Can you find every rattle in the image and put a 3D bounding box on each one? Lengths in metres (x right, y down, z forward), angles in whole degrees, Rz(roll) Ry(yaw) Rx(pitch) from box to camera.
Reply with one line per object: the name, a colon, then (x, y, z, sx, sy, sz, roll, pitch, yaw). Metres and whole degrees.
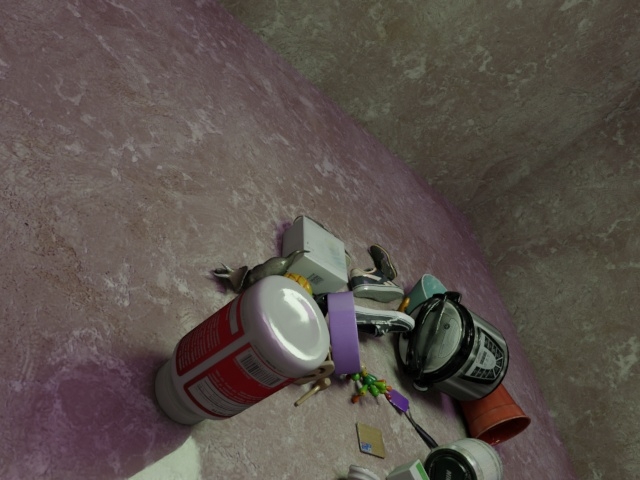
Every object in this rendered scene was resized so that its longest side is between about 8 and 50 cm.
rattle: (0.398, 0.372, 2.327, 0.200, 0.142, 0.130, 53, 8, 11)

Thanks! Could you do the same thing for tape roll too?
tape roll: (0.080, 0.312, 1.772, 0.275, 0.090, 0.275, -5, 90, -87)

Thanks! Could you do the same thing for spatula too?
spatula: (0.361, 0.691, 2.010, 0.296, 0.030, 0.084, 52, 25, -2)

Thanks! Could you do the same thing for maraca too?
maraca: (-0.117, 0.166, 1.803, 0.185, 0.099, 0.127, 8, 44, -20)

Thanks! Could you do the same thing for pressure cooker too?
pressure cooker: (0.525, 0.446, 2.174, 0.420, 0.375, 0.370, 33, 28, -30)

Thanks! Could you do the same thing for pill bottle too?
pill bottle: (-0.195, 0.271, 1.213, 0.229, 0.407, 0.229, 38, 32, -29)

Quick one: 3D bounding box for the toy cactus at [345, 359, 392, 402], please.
toy cactus: (0.156, 0.495, 1.870, 0.219, 0.112, 0.180, 24, 21, -40)

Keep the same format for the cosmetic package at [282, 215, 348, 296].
cosmetic package: (-0.024, 0.065, 2.004, 0.224, 0.138, 0.225, 33, 32, -29)

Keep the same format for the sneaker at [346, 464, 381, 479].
sneaker: (0.162, 0.778, 1.565, 0.281, 0.105, 0.115, 42, 59, -25)

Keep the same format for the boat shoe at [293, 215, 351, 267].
boat shoe: (0.000, 0.000, 2.172, 0.335, 0.112, 0.095, 42, 16, -31)

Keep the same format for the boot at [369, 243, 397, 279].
boot: (0.289, 0.118, 2.516, 0.198, 0.077, 0.137, 54, 32, 2)

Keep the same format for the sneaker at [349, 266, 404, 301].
sneaker: (0.252, 0.190, 2.312, 0.321, 0.126, 0.128, 18, 50, -47)

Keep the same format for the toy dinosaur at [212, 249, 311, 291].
toy dinosaur: (-0.170, 0.108, 1.662, 0.160, 0.313, 0.121, 94, -20, -74)

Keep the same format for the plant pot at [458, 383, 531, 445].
plant pot: (0.744, 0.736, 2.335, 0.272, 0.272, 0.265, 27, 29, -41)

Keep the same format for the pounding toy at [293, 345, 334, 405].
pounding toy: (-0.042, 0.398, 1.584, 0.269, 0.154, 0.155, 29, 36, -38)

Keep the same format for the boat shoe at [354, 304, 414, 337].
boat shoe: (0.222, 0.331, 2.037, 0.301, 0.108, 0.102, 13, 50, -11)

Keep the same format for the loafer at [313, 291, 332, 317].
loafer: (-0.011, 0.252, 1.881, 0.076, 0.078, 0.223, 49, 28, -8)

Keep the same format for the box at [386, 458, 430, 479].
box: (0.292, 0.791, 1.710, 0.087, 0.102, 0.101, -5, 64, -57)

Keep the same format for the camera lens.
camera lens: (0.516, 0.836, 1.879, 0.274, 0.219, 0.219, 15, 46, -50)

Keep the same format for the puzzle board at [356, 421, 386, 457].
puzzle board: (0.169, 0.671, 1.755, 0.128, 0.011, 0.096, 31, 36, -35)

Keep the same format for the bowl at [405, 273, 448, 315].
bowl: (0.526, 0.334, 2.535, 0.311, 0.163, 0.312, 39, 31, -28)
